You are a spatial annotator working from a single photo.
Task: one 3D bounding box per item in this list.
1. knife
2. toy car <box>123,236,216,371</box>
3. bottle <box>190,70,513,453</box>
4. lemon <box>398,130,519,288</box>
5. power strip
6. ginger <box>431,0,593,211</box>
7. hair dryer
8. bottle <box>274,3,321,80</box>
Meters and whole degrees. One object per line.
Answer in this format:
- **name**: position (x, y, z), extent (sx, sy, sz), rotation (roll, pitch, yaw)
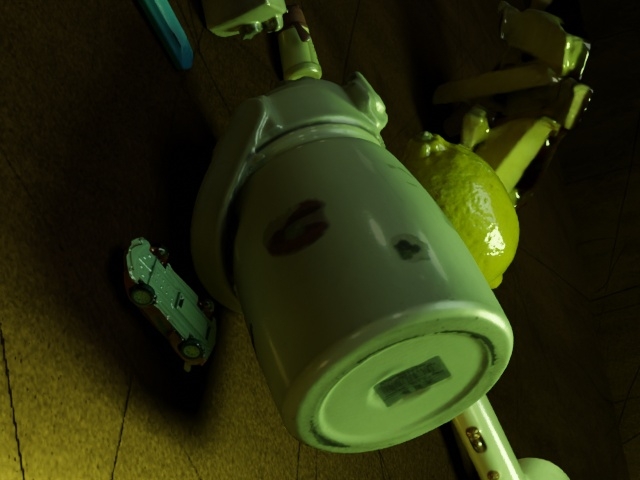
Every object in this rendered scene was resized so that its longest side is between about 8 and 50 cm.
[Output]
- **knife**: position (-0.188, -0.275, 1.041), extent (0.044, 0.026, 0.296), rotation (-76, 147, -48)
- **toy car**: position (-0.126, 0.051, 0.943), extent (0.122, 0.035, 0.059), rotation (51, 30, -30)
- **bottle**: position (0.000, 0.000, 1.044), extent (0.229, 0.229, 0.351), rotation (43, 17, -54)
- **lemon**: position (0.169, -0.032, 1.551), extent (0.248, 0.184, 0.184), rotation (62, 23, -18)
- **power strip**: position (-0.106, -0.351, 1.225), extent (0.048, 0.080, 0.285), rotation (10, 65, -66)
- **ginger**: position (0.303, -0.251, 1.955), extent (0.358, 0.211, 0.413), rotation (118, -16, -62)
- **hair dryer**: position (0.234, 0.293, 1.595), extent (0.361, 0.128, 0.203), rotation (64, 23, -5)
- **bottle**: position (-0.029, -0.238, 1.385), extent (0.047, 0.063, 0.101), rotation (3, 67, -39)
